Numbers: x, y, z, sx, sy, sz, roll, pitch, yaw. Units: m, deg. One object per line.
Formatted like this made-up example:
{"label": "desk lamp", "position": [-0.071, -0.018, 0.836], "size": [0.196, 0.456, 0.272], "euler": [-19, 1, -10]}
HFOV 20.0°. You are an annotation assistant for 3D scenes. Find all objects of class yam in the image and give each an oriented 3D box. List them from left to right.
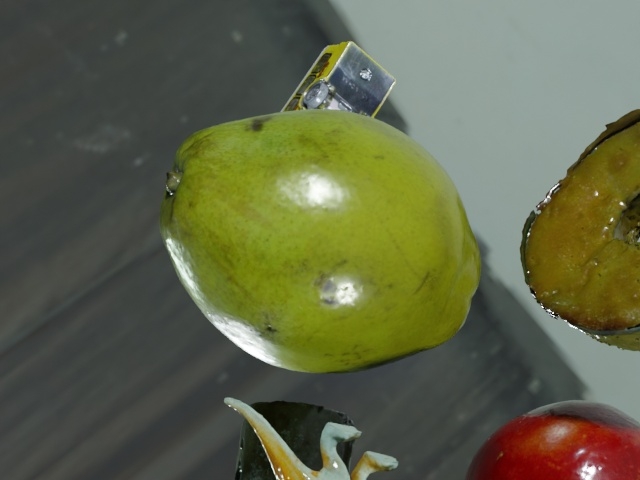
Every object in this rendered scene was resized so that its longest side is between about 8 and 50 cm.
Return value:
{"label": "yam", "position": [-0.031, 0.247, 1.607], "size": [0.107, 0.194, 0.107], "euler": [8, 164, 2]}

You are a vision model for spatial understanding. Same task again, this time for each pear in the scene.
{"label": "pear", "position": [0.000, 0.000, 1.447], "size": [0.269, 0.212, 0.212], "euler": [23, 155, -19]}

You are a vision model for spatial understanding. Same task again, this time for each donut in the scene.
{"label": "donut", "position": [0.338, -0.004, 1.789], "size": [0.272, 0.272, 0.107], "euler": [21, 162, 42]}

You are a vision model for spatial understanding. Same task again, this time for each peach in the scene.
{"label": "peach", "position": [0.269, 0.282, 1.889], "size": [0.243, 0.199, 0.243], "euler": [15, 138, 14]}

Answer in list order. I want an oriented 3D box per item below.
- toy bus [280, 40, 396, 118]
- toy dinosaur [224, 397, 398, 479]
{"label": "toy bus", "position": [-0.018, -0.095, 1.843], "size": [0.081, 0.226, 0.074], "euler": [37, 169, -25]}
{"label": "toy dinosaur", "position": [0.006, 0.217, 1.411], "size": [0.212, 0.057, 0.142], "euler": [22, 100, 24]}
